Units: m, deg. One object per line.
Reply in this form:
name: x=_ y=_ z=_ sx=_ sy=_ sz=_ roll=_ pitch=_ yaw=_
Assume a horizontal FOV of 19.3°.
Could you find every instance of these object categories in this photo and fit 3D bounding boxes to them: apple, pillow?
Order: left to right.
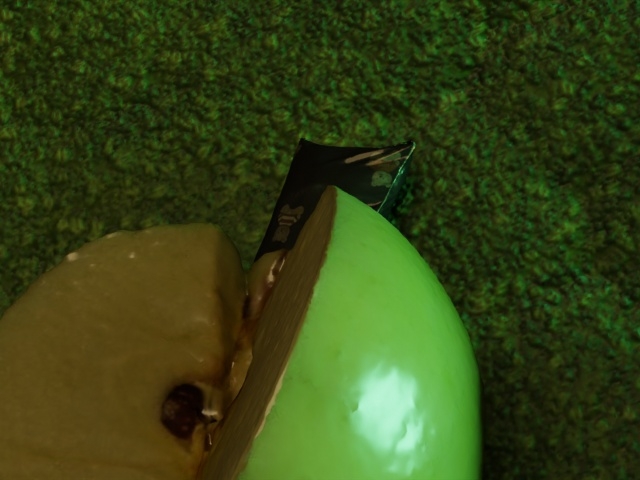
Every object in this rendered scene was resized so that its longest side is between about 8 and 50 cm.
apple: x=-0.038 y=0.120 z=1.049 sx=0.295 sy=0.233 sz=0.258 roll=-21 pitch=31 yaw=26
pillow: x=0.000 y=0.000 z=1.209 sx=0.090 sy=0.048 sz=0.150 roll=12 pitch=70 yaw=22
